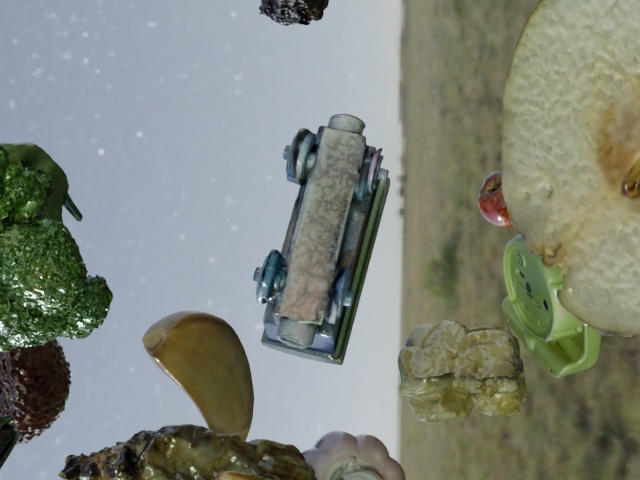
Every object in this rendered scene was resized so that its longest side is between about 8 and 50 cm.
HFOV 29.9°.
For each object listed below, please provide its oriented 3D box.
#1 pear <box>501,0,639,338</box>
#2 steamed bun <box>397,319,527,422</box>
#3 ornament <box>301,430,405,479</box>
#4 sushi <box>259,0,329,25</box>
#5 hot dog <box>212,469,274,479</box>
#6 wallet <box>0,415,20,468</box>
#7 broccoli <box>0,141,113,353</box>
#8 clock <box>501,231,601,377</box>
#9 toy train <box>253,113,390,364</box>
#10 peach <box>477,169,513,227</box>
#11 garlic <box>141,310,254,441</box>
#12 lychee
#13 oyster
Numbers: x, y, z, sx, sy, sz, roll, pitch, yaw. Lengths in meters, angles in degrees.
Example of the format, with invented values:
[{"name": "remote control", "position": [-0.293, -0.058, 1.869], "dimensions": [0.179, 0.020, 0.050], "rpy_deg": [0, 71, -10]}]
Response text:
[{"name": "pear", "position": [0.347, -0.103, 1.064], "dimensions": [0.340, 0.191, 0.386], "rpy_deg": [57, 139, 18]}, {"name": "steamed bun", "position": [0.202, 0.192, 1.726], "dimensions": [0.192, 0.178, 0.106], "rpy_deg": [-88, -8, -61]}, {"name": "ornament", "position": [0.039, 0.365, 1.754], "dimensions": [0.177, 0.178, 0.177], "rpy_deg": [2, -90, -85]}, {"name": "sushi", "position": [-0.034, -0.331, 1.520], "dimensions": [0.084, 0.094, 0.098], "rpy_deg": [92, 180, -66]}, {"name": "hot dog", "position": [-0.068, 0.302, 1.443], "dimensions": [0.056, 0.133, 0.041], "rpy_deg": [128, 162, -62]}, {"name": "wallet", "position": [-0.528, 0.300, 1.579], "dimensions": [0.160, 0.236, 0.055], "rpy_deg": [-66, -37, -51]}, {"name": "broccoli", "position": [-0.488, 0.015, 1.768], "dimensions": [0.413, 0.321, 0.310], "rpy_deg": [49, -163, -33]}, {"name": "clock", "position": [0.297, 0.049, 1.559], "dimensions": [0.170, 0.069, 0.231], "rpy_deg": [-124, 22, -52]}, {"name": "toy train", "position": [0.000, 0.000, 1.491], "dimensions": [0.202, 0.131, 0.299], "rpy_deg": [85, -160, -71]}, {"name": "peach", "position": [0.305, -0.065, 1.927], "dimensions": [0.101, 0.101, 0.100], "rpy_deg": [2, -90, -85]}, {"name": "garlic", "position": [-0.217, 0.277, 2.200], "dimensions": [0.196, 0.151, 0.338], "rpy_deg": [-54, -53, -51]}, {"name": "lychee", "position": [-0.601, 0.266, 2.314], "dimensions": [0.260, 0.261, 0.260], "rpy_deg": [2, -90, -85]}, {"name": "oyster", "position": [-0.163, 0.294, 1.541], "dimensions": [0.128, 0.345, 0.078], "rpy_deg": [-108, 34, -45]}]
